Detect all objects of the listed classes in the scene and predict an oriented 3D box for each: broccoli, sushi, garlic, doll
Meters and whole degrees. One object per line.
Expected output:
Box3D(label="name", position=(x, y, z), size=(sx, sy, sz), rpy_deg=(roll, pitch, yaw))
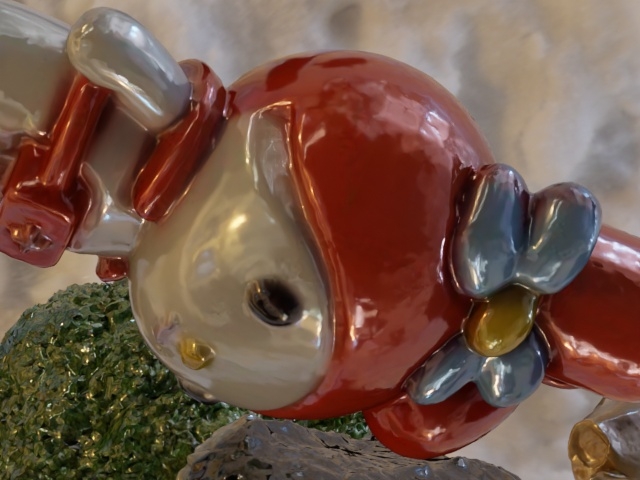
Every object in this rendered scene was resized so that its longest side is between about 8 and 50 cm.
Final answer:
Box3D(label="broccoli", position=(-0.133, 0.176, 1.143), size=(0.321, 0.413, 0.310), rpy_deg=(-1, 70, -60))
Box3D(label="sushi", position=(0.017, 0.158, 0.648), size=(0.225, 0.126, 0.136), rpy_deg=(8, 98, -60))
Box3D(label="garlic", position=(0.229, 0.143, 1.019), size=(0.152, 0.066, 0.084), rpy_deg=(-30, 104, -52))
Box3D(label="doll", position=(0.000, 0.000, 0.514), size=(0.290, 0.161, 0.129), rpy_deg=(23, 53, -12))
